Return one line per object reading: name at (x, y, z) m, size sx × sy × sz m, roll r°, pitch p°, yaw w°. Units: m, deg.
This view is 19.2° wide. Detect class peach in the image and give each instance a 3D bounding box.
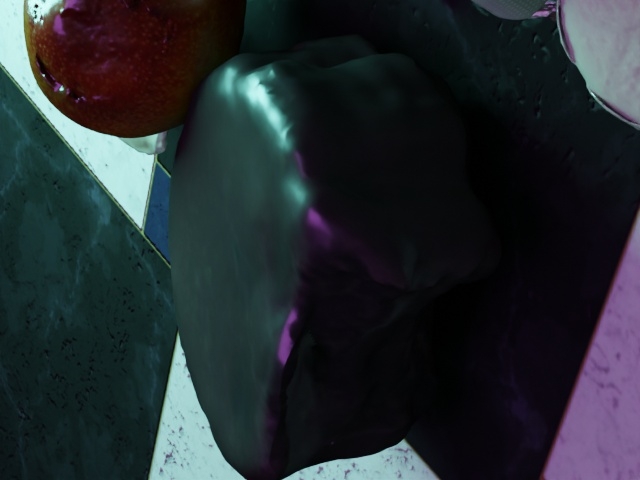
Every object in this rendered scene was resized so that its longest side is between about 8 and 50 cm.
peach at (-0.172, -0.211, 1.773) m, size 0.231 × 0.231 × 0.231 m, roll 25°, pitch 121°, yaw 50°

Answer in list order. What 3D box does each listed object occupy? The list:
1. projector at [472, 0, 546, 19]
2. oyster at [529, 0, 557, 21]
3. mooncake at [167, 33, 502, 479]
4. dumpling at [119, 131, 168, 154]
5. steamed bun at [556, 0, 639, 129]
projector at (0.090, -0.293, 1.361) m, size 0.163 × 0.242 × 0.177 m, roll -48°, pitch 50°, yaw 18°
oyster at (0.178, -0.232, 1.472) m, size 0.125 × 0.064 × 0.177 m, roll -31°, pitch 64°, yaw 40°
mooncake at (0.000, 0.000, 1.675) m, size 0.350 × 0.212 × 0.381 m, roll 65°, pitch 148°, yaw 26°
dumpling at (-0.190, -0.203, 1.970) m, size 0.162 × 0.132 × 0.250 m, roll 109°, pitch 151°, yaw -52°
steamed bun at (0.271, -0.175, 1.281) m, size 0.177 × 0.130 × 0.228 m, roll 59°, pitch 143°, yaw 8°
